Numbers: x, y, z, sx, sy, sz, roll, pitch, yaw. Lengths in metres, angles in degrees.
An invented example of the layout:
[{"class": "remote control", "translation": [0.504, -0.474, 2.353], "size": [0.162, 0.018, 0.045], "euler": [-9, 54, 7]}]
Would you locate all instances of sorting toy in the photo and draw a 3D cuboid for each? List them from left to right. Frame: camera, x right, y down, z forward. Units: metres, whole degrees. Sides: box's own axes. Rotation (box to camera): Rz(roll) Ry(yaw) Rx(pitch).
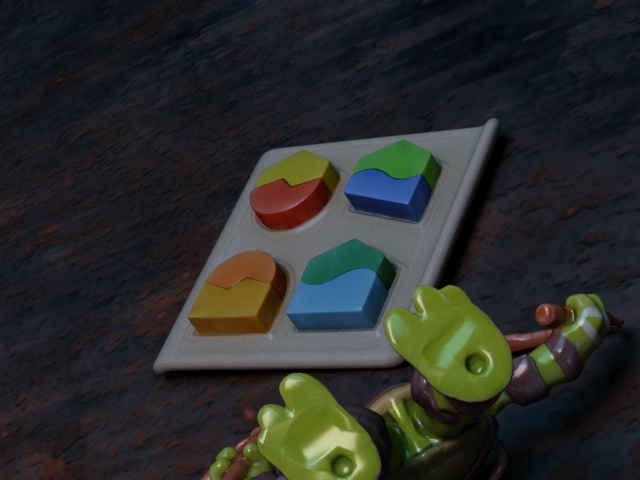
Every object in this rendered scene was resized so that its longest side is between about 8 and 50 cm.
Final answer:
[{"class": "sorting toy", "translation": [0.000, 0.000, 1.017], "size": [0.208, 0.038, 0.193], "euler": [-8, 43, 38]}]

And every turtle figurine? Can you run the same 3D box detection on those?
[{"class": "turtle figurine", "translation": [0.031, 0.097, 0.769], "size": [0.269, 0.217, 0.087], "euler": [-23, 76, 3]}]
